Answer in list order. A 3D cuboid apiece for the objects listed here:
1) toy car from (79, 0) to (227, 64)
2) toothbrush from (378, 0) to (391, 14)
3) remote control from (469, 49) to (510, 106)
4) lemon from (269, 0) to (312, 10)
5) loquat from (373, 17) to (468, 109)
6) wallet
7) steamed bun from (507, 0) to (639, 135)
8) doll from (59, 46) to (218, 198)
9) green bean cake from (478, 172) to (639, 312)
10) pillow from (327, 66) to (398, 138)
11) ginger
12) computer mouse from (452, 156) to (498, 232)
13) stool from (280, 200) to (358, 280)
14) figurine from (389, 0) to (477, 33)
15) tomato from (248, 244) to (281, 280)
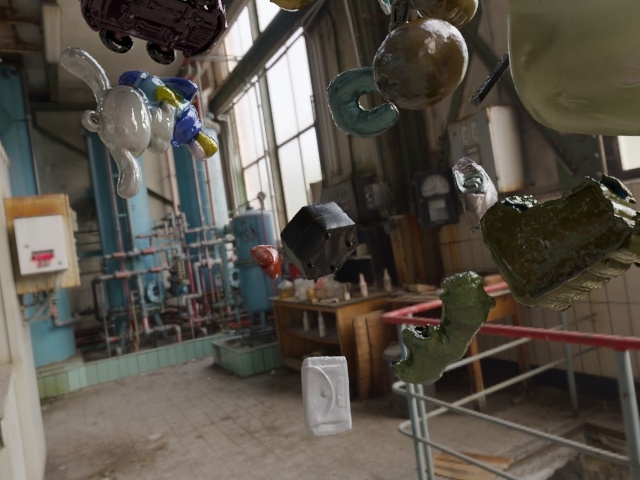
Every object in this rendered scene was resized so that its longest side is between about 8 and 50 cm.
[{"bbox_3d":[-0.401,-0.602,1.162,0.340,0.241,0.271,5,-23,-40],"label":"toy car"},{"bbox_3d":[0.139,-0.750,1.394,0.030,0.030,0.304,-9,-19,29],"label":"toothbrush"},{"bbox_3d":[0.468,-0.450,1.254,0.245,0.025,0.063,-53,4,-1],"label":"remote control"},{"bbox_3d":[-0.090,-0.870,1.608,0.260,0.204,0.204,-40,14,-24],"label":"lemon"},{"bbox_3d":[0.199,-0.352,0.980,0.179,0.180,0.227,-9,17,32],"label":"loquat"},{"bbox_3d":[0.016,0.374,1.179,0.124,0.183,0.032,3,-18,-22],"label":"wallet"},{"bbox_3d":[0.588,-0.387,0.976,0.371,0.290,0.456,22,-19,51],"label":"steamed bun"},{"bbox_3d":[-0.466,-0.329,1.323,0.186,0.377,0.365,5,19,40],"label":"doll"},{"bbox_3d":[0.543,-0.018,1.078,0.201,0.285,0.310,17,-44,-33],"label":"green bean cake"},{"bbox_3d":[0.127,-0.415,1.501,0.213,0.234,0.086,-4,41,29],"label":"pillow"},{"bbox_3d":[0.246,0.187,0.992,0.290,0.137,0.089,-56,4,27],"label":"ginger"},{"bbox_3d":[0.507,-0.165,1.593,0.114,0.200,0.389,-14,32,18],"label":"computer mouse"},{"bbox_3d":[0.000,0.000,1.500,0.232,0.232,0.141,-8,41,-40],"label":"stool"},{"bbox_3d":[0.294,-0.657,1.259,0.284,0.167,0.342,26,-16,-33],"label":"figurine"},{"bbox_3d":[-0.198,0.074,1.895,0.091,0.159,0.139,-39,-20,0],"label":"tomato"}]
